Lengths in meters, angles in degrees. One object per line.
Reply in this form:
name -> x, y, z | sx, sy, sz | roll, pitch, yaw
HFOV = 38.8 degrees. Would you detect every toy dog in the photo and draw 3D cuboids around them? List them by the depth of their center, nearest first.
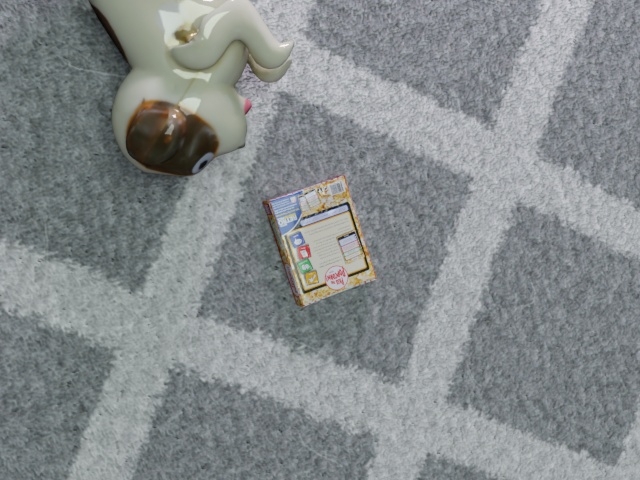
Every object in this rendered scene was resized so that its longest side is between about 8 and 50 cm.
toy dog -> -0.226, -0.302, 1.389 | 0.395, 0.284, 0.408 | -6, 95, -16

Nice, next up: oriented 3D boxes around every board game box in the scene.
board game box -> 0.000, 0.000, 1.582 | 0.146, 0.045, 0.194 | -19, 97, -16
